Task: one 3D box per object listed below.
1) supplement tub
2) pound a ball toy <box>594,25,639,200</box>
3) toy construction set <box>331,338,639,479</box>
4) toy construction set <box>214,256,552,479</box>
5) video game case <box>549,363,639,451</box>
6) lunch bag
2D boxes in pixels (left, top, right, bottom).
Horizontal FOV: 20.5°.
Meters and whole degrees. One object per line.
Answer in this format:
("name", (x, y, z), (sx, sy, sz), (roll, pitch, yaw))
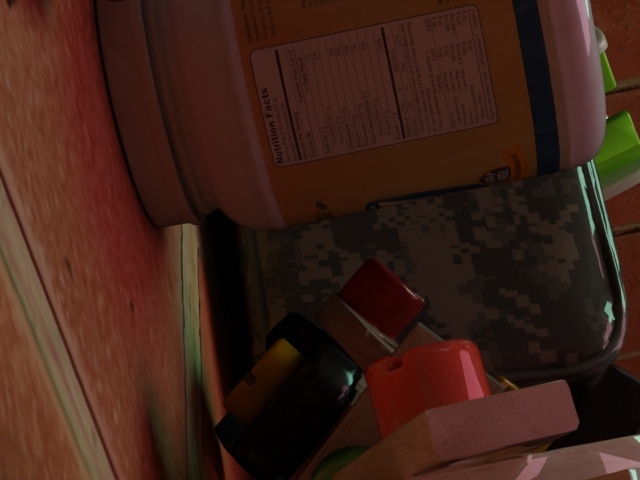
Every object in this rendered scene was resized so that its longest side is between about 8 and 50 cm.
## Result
("supplement tub", (0.014, -0.084, 0.775), (0.144, 0.200, 0.144), (-11, 90, -86))
("pound a ball toy", (0.096, -0.021, 1.393), (0.208, 0.319, 0.136), (64, -2, -25))
("toy construction set", (0.014, 0.192, 0.433), (0.215, 0.151, 0.327), (63, 27, -77))
("toy construction set", (0.097, 0.104, 0.716), (0.257, 0.309, 0.237), (65, 4, 6))
("video game case", (0.094, 0.213, 0.974), (0.035, 0.275, 0.248), (34, -11, 16))
("lunch bag", (0.045, 0.006, 1.058), (0.256, 0.213, 0.305), (99, -17, -61))
